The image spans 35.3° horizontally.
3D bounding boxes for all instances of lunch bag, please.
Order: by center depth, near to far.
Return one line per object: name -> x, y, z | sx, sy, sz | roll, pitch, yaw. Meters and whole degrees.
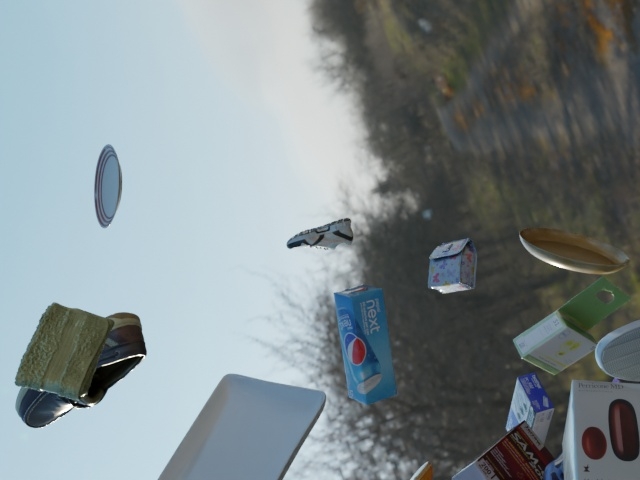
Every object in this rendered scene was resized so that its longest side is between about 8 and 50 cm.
lunch bag -> 0.218, 0.040, 1.666 | 0.053, 0.071, 0.083 | 26, -115, -39

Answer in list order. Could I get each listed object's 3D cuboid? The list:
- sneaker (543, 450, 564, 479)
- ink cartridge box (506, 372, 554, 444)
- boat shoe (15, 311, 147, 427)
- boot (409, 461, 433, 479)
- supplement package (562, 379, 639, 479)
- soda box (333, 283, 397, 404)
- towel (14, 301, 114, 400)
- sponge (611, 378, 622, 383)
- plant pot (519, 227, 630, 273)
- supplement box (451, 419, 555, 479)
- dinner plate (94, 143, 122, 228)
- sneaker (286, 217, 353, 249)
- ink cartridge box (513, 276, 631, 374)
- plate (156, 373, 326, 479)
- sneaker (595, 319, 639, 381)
sneaker -> 0.484, 0.442, 1.956 | 0.144, 0.059, 0.053 | -40, -81, -36
ink cartridge box -> 0.457, 0.390, 2.206 | 0.207, 0.046, 0.097 | 89, 164, -48
boat shoe -> -0.399, 0.233, 1.677 | 0.103, 0.285, 0.092 | 32, -156, -51
boot -> 0.222, 0.625, 2.052 | 0.211, 0.295, 0.104 | 30, 178, 10
supplement package -> 0.425, 0.311, 1.329 | 0.203, 0.194, 0.149 | -79, -13, -47
soda box -> 0.084, 0.193, 1.879 | 0.067, 0.071, 0.210 | 10, 111, 60
towel -> -0.369, 0.157, 1.449 | 0.027, 0.110, 0.148 | 100, -177, -49
sponge -> 0.500, 0.317, 1.598 | 0.210, 0.117, 0.031 | 37, -174, -25
plant pot -> 0.536, 0.024, 2.142 | 0.236, 0.236, 0.032 | -85, 6, -73
supplement box -> 0.374, 0.463, 1.995 | 0.130, 0.073, 0.239 | 53, -146, 12
dinner plate -> -0.352, -0.090, 1.682 | 0.141, 0.017, 0.141 | -9, 80, 62
sneaker -> 0.000, 0.000, 1.560 | 0.040, 0.109, 0.044 | -61, -46, -74
ink cartridge box -> 0.549, 0.187, 2.151 | 0.171, 0.235, 0.056 | 29, -149, -48
plate -> -0.136, 0.362, 1.698 | 0.045, 0.277, 0.278 | 49, -120, -32
sneaker -> 0.515, 0.137, 1.466 | 0.091, 0.258, 0.094 | -133, 30, -77
